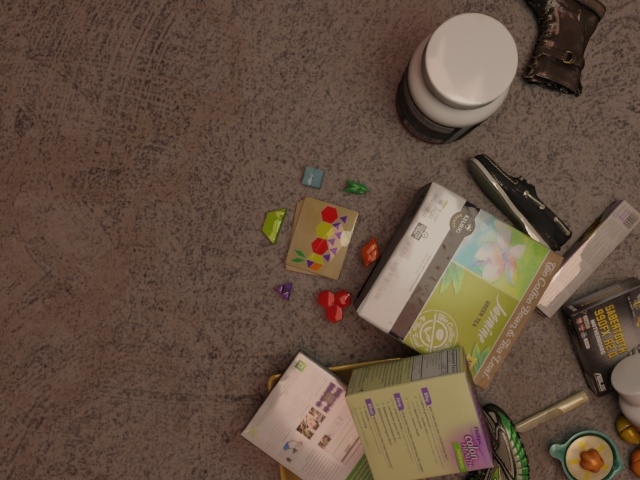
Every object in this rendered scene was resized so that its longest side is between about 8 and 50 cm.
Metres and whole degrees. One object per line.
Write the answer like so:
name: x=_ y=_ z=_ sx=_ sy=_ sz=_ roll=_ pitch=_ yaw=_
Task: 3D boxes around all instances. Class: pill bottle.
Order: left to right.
pill bottle: x=0.280 y=-0.332 z=1.296 sx=0.210 sy=0.363 sz=0.210 roll=0 pitch=90 yaw=0
pill bottle: x=0.765 y=0.379 z=1.358 sx=0.152 sy=0.152 sz=0.272 roll=-44 pitch=108 yaw=1

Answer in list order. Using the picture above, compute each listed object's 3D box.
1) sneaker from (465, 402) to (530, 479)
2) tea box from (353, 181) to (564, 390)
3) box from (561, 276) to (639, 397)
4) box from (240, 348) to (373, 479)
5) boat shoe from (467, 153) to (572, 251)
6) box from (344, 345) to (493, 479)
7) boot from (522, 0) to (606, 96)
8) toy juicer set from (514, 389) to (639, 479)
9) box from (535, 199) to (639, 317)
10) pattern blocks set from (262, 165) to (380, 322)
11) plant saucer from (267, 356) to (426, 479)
sneaker: x=0.399 y=0.549 z=1.409 sx=0.146 sy=0.134 sz=0.344 roll=-4 pitch=90 yaw=2
tea box: x=0.291 y=0.094 z=1.368 sx=0.323 sy=0.220 sz=0.329 roll=30 pitch=91 yaw=0
box: x=0.682 y=0.224 z=1.414 sx=0.183 sy=0.056 sz=0.231 roll=-23 pitch=106 yaw=2
box: x=0.016 y=0.431 z=1.376 sx=0.322 sy=0.058 sz=0.232 roll=36 pitch=91 yaw=2
boat shoe: x=0.463 y=-0.095 z=1.425 sx=0.091 sy=0.114 sz=0.302 roll=-41 pitch=101 yaw=1
box: x=0.200 y=0.355 z=1.240 sx=0.243 sy=0.117 sz=0.214 roll=-16 pitch=103 yaw=16
boot: x=0.527 y=-0.478 z=1.429 sx=0.263 sy=0.091 sz=0.229 roll=23 pitch=90 yaw=-1
toy juicer set: x=0.649 y=0.479 z=1.427 sx=0.329 sy=0.089 sz=0.209 roll=42 pitch=91 yaw=1
box: x=0.616 y=0.042 z=1.440 sx=0.067 sy=0.063 sz=0.324 roll=42 pitch=91 yaw=2
pattern blocks set: x=0.000 y=0.000 z=1.455 sx=0.285 sy=0.026 sz=0.325 roll=26 pitch=92 yaw=10
plant saucer: x=0.062 y=0.452 z=1.442 sx=0.332 sy=0.081 sz=0.333 roll=-8 pitch=91 yaw=1
